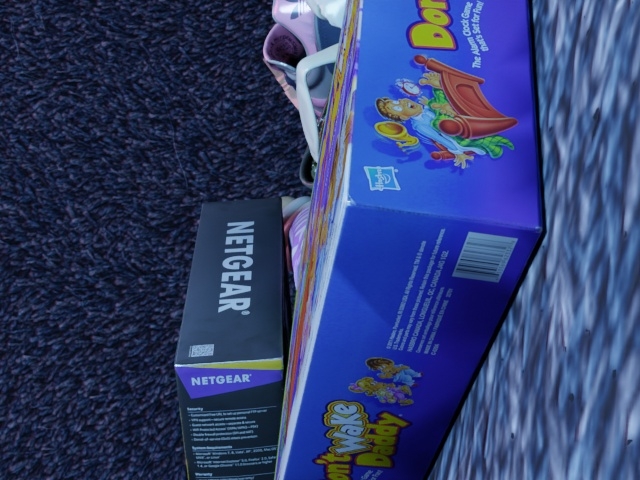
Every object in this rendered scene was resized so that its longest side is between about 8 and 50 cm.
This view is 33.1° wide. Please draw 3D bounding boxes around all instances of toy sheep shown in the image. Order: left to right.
[{"bbox_3d":[0.000,0.000,1.077,0.091,0.132,0.091,-37,-30,-26],"label":"toy sheep"}]

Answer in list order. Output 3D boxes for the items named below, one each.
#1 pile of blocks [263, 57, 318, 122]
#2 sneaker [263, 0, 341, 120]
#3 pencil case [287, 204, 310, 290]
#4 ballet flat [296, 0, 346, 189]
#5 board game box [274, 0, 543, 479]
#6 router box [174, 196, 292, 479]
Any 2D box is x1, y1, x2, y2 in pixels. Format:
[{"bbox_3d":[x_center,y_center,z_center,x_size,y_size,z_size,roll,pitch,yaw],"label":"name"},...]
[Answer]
[{"bbox_3d":[0.017,-0.226,1.620,0.112,0.149,0.362,-39,21,5],"label":"pile of blocks"},{"bbox_3d":[0.010,-0.170,1.040,0.319,0.131,0.112,106,171,-72],"label":"sneaker"},{"bbox_3d":[0.012,0.016,0.917,0.206,0.086,0.088,-107,37,-84],"label":"pencil case"},{"bbox_3d":[0.035,-0.150,0.815,0.095,0.096,0.280,-128,39,-52],"label":"ballet flat"},{"bbox_3d":[0.034,0.003,0.608,0.347,0.078,0.233,101,176,-52],"label":"board game box"},{"bbox_3d":[-0.062,0.131,0.927,0.309,0.081,0.243,-95,1,-67],"label":"router box"}]
